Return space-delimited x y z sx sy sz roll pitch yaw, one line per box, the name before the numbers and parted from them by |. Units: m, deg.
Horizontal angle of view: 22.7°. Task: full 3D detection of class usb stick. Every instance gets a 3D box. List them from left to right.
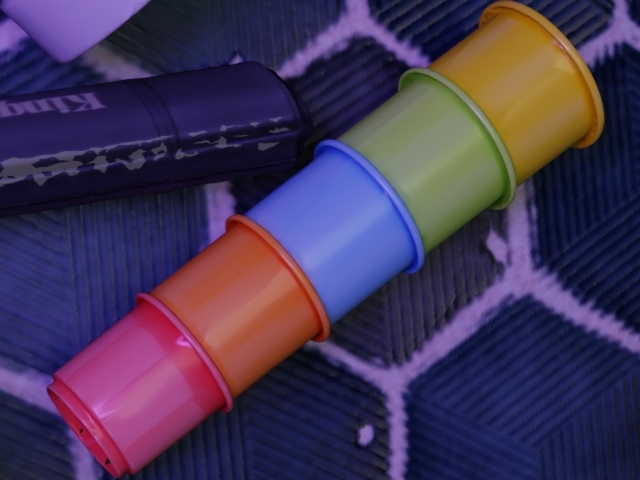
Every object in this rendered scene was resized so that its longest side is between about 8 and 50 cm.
usb stick | -0.139 -0.043 0.760 0.278 0.077 0.045 -11 130 -23

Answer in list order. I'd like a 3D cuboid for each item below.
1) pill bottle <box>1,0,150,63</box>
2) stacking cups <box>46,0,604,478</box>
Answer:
pill bottle | -0.165 -0.225 0.700 0.283 0.160 0.160 47 73 -16
stacking cups | 0.000 0.000 0.821 0.316 0.096 0.096 -37 104 -14
